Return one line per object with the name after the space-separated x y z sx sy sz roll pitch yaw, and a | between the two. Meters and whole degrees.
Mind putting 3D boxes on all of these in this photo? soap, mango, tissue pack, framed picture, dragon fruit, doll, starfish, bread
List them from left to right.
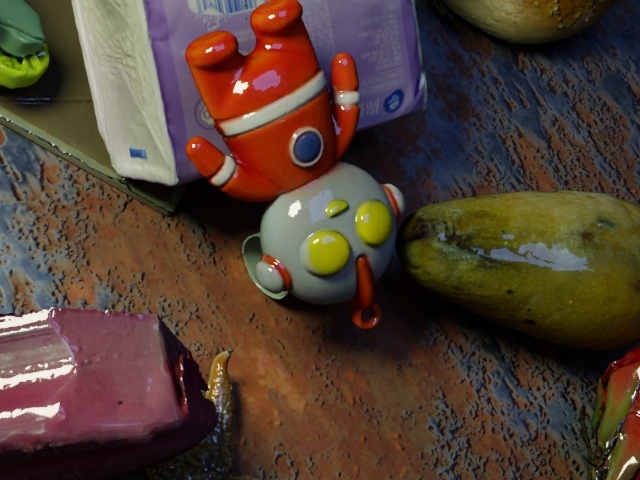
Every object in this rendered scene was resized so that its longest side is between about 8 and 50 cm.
-0.256 0.147 1.342 0.325 0.220 0.127 -8 71 1 | soap
-0.235 -0.168 1.656 0.281 0.019 0.209 31 56 -2 | framed picture
-0.080 0.238 1.472 0.138 0.050 0.247 -27 81 -31 | starfish
-0.066 -0.213 1.607 0.338 0.160 0.242 -18 107 -34 | tissue pack
-0.014 -0.057 1.497 0.200 0.105 0.336 -31 112 -24 | doll
0.240 -0.384 1.876 0.306 0.159 0.305 9 61 -16 | bread
0.228 0.028 1.630 0.330 0.176 0.175 2 69 -13 | mango
0.367 0.188 1.554 0.293 0.234 0.233 -10 65 -43 | dragon fruit

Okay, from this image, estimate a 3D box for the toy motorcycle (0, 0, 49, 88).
-0.424 -0.260 1.539 0.326 0.191 0.200 14 47 -35 | toy motorcycle

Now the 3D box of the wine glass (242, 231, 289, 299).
0.000 0.000 1.623 0.155 0.073 0.073 -26 74 -35 | wine glass
